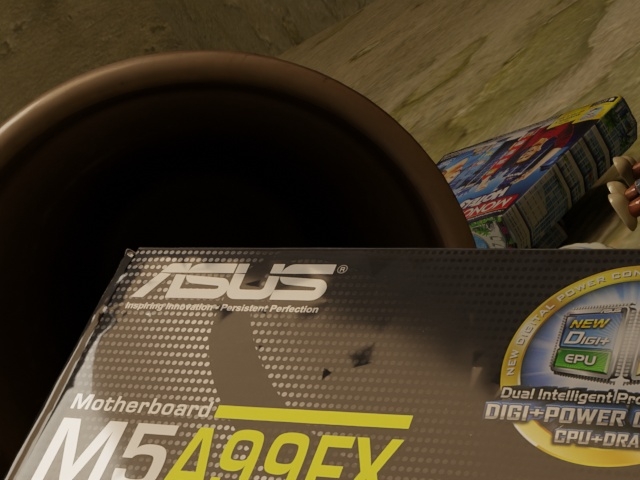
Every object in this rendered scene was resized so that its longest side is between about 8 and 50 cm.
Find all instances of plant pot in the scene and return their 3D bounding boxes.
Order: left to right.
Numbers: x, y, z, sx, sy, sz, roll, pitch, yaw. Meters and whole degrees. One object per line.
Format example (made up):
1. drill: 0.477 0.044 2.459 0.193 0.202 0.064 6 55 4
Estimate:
1. plant pot: -0.062 0.034 0.814 0.263 0.263 0.229 -35 7 -1

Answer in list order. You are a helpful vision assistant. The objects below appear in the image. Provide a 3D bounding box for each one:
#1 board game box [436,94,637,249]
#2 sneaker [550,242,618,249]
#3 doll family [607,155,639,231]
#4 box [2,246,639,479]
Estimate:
1. board game box: 0.103 -0.004 1.073 0.194 0.060 0.194 -43 14 -31
2. sneaker: 0.076 0.058 0.832 0.086 0.085 0.237 -37 10 -36
3. doll family: 0.227 -0.046 0.867 0.111 0.076 0.193 -36 8 19
4. box: 0.016 0.099 0.510 0.270 0.060 0.216 1 48 29
